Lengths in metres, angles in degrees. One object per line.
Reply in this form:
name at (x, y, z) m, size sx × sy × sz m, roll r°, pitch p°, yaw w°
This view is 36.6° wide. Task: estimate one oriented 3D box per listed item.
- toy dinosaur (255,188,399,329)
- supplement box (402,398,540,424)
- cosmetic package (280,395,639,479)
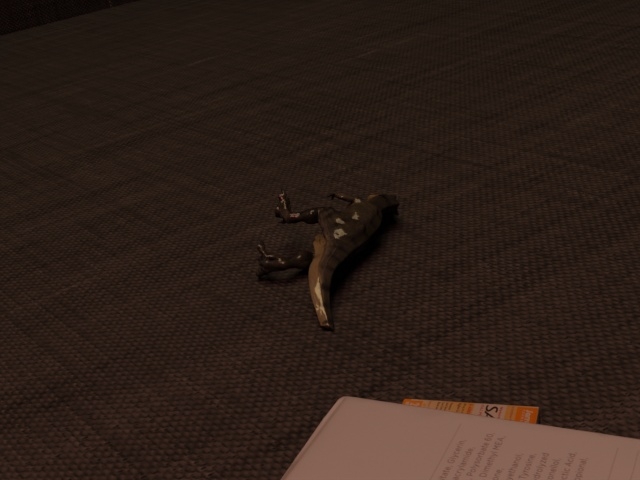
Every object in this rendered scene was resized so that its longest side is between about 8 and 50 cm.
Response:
toy dinosaur at (0.000, 0.000, 1.002) m, size 0.118 × 0.064 × 0.268 m, roll 7°, pitch 31°, yaw 18°
supplement box at (0.100, 0.143, 0.671) m, size 0.098 × 0.036 × 0.062 m, roll 0°, pitch 26°, yaw 19°
cosmetic package at (0.069, 0.184, 0.450) m, size 0.184 × 0.151 × 0.151 m, roll 5°, pitch 27°, yaw 26°
